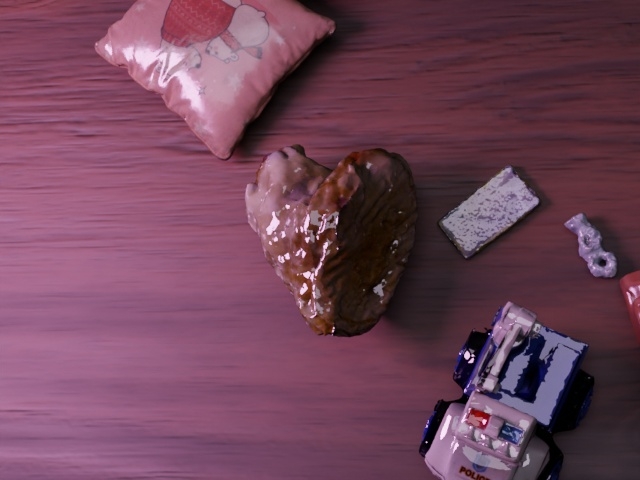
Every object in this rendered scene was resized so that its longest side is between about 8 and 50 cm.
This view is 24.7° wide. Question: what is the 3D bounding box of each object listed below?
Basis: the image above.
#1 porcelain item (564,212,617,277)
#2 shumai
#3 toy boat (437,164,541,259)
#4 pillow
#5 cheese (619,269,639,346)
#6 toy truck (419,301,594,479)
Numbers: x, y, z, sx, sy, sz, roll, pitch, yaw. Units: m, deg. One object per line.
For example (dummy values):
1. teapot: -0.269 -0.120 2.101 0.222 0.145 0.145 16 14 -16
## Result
1. porcelain item: 0.317 0.008 1.700 0.036 0.028 0.083 -31 75 -2
2. shumai: 0.003 -0.001 1.704 0.185 0.184 0.218 4 89 45
3. toy boat: 0.200 -0.033 1.734 0.115 0.016 0.063 -38 75 -1
4. pillow: -0.130 -0.249 1.800 0.236 0.084 0.223 42 85 12
5. cheese: 0.417 0.101 1.585 0.128 0.177 0.203 -16 76 4
6. toy truck: 0.204 0.184 1.600 0.161 0.177 0.213 23 81 12
